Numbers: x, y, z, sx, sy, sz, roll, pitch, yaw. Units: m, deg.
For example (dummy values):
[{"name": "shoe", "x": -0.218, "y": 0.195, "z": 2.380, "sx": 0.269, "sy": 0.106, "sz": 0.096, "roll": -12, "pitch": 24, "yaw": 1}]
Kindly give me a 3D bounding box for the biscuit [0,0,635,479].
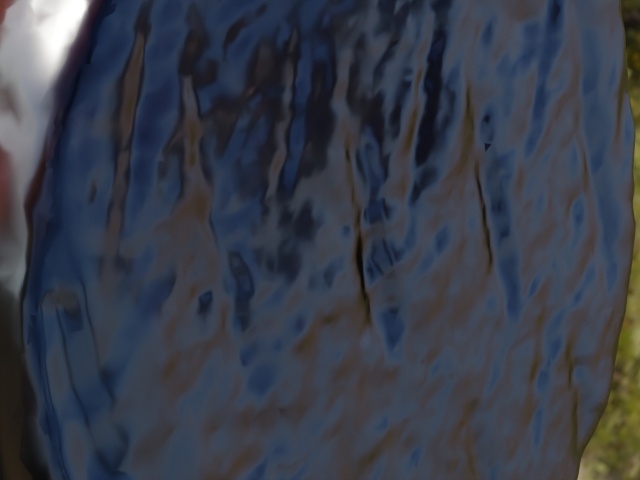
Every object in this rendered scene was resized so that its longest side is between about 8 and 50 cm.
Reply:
[{"name": "biscuit", "x": 0.000, "y": 0.000, "z": 0.804, "sx": 0.091, "sy": 0.407, "sz": 0.407, "roll": 9, "pitch": 24, "yaw": 37}]
